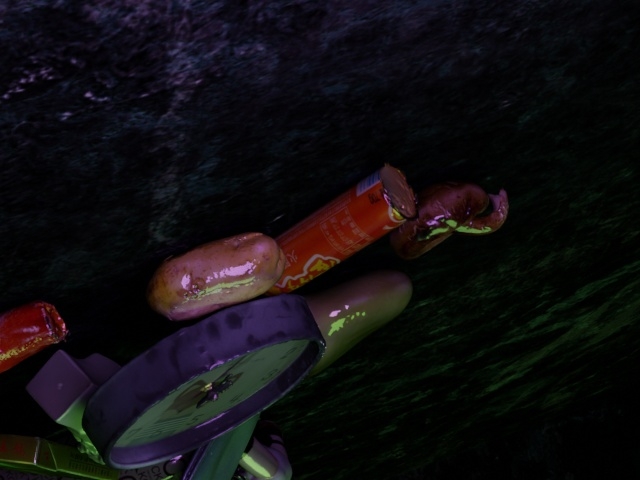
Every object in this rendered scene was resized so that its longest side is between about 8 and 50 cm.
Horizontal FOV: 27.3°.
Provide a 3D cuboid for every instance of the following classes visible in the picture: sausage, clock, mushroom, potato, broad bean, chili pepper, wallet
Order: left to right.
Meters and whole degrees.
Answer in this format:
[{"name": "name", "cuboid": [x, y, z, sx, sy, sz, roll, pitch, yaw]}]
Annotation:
[{"name": "chili pepper", "cuboid": [-0.357, 0.114, 1.508, 0.123, 0.073, 0.070, -26, 120, 2]}, {"name": "clock", "cuboid": [-0.144, 0.181, 1.658, 0.325, 0.067, 0.325, -28, 161, -10]}, {"name": "potato", "cuboid": [-0.124, 0.042, 1.553, 0.170, 0.080, 0.107, -17, 170, 2]}, {"name": "wallet", "cuboid": [-0.154, 0.326, 2.142, 0.290, 0.054, 0.251, 101, 14, -68]}, {"name": "sausage", "cuboid": [0.000, 0.000, 1.600, 0.264, 0.083, 0.083, -32, 160, 31]}, {"name": "broad bean", "cuboid": [0.017, 0.122, 1.891, 0.263, 0.121, 0.189, -19, 166, -17]}, {"name": "mushroom", "cuboid": [0.165, -0.035, 1.688, 0.171, 0.080, 0.135, -16, 173, -21]}]

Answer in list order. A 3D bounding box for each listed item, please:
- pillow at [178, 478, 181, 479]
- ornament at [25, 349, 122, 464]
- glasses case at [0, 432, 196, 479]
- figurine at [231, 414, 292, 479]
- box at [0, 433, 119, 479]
[{"name": "pillow", "cuboid": [-0.378, 0.431, 2.298, 0.223, 0.084, 0.236, 27, 134, -32]}, {"name": "ornament", "cuboid": [-0.300, 0.226, 1.790, 0.120, 0.130, 0.285, -40, 167, -12]}, {"name": "glasses case", "cuboid": [-0.367, 0.371, 2.111, 0.355, 0.137, 0.085, -24, 163, 3]}, {"name": "figurine", "cuboid": [-0.215, 0.467, 2.470, 0.323, 0.196, 0.320, -37, 163, 11]}, {"name": "box", "cuboid": [-0.426, 0.314, 1.916, 0.173, 0.043, 0.311, 3, 166, 13]}]
